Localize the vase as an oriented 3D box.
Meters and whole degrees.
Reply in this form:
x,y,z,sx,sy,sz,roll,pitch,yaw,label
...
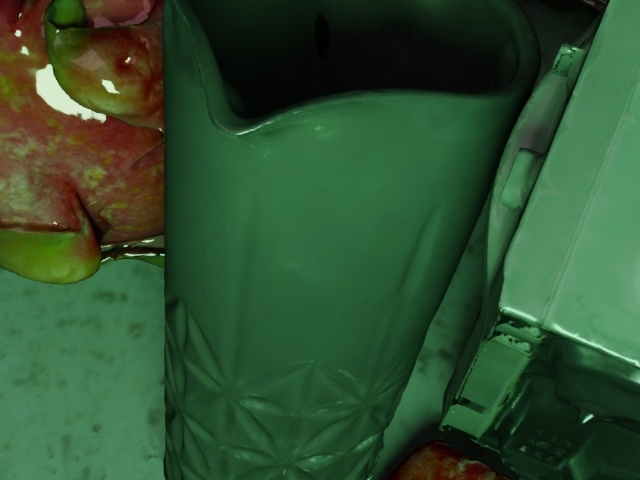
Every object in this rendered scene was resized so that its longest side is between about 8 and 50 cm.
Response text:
x,y,z,sx,sy,sz,roll,pitch,yaw,label
0.000,0.000,0.904,0.156,0.301,0.251,24,41,15,vase

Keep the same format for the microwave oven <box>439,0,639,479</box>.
x,y,z,sx,sy,sz,roll,pitch,yaw,label
0.176,0.032,0.822,0.237,0.295,0.181,23,77,5,microwave oven

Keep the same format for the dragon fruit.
x,y,z,sx,sy,sz,roll,pitch,yaw,label
-0.092,-0.112,0.994,0.243,0.227,0.307,39,76,-11,dragon fruit

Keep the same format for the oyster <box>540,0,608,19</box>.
x,y,z,sx,sy,sz,roll,pitch,yaw,label
0.172,-0.159,1.013,0.341,0.110,0.166,21,99,13,oyster

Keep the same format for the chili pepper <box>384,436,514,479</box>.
x,y,z,sx,sy,sz,roll,pitch,yaw,label
0.043,0.157,0.955,0.073,0.070,0.123,34,78,5,chili pepper
